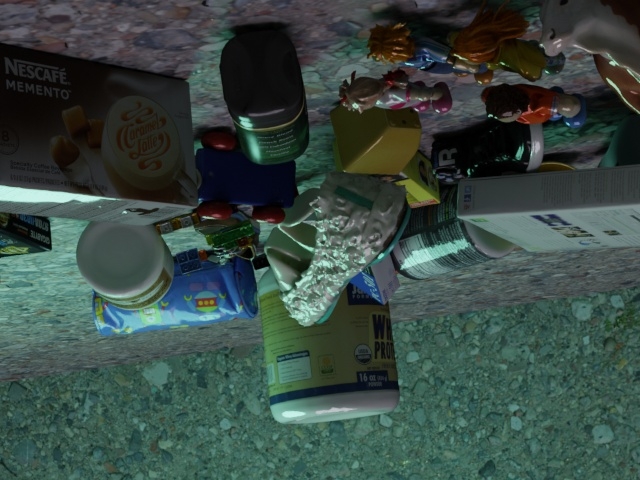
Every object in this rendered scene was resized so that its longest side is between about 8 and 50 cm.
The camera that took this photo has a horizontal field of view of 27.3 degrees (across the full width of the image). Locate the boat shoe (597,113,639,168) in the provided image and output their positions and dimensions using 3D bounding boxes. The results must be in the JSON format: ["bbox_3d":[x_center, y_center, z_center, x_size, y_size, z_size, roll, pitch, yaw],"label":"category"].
[{"bbox_3d":[0.462,-0.103,1.799,0.104,0.113,0.306,-14,163,-4],"label":"boat shoe"}]

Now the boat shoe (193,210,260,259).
[{"bbox_3d":[-0.141,-0.007,2.057,0.066,0.066,0.183,-12,168,25],"label":"boat shoe"}]

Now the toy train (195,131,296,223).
[{"bbox_3d":[-0.163,-0.079,1.626,0.248,0.105,0.143,4,178,-43],"label":"toy train"}]

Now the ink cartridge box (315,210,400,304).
[{"bbox_3d":[0.059,0.015,2.037,0.097,0.046,0.207,33,162,28],"label":"ink cartridge box"}]

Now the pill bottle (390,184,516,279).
[{"bbox_3d":[0.184,-0.012,2.059,0.130,0.131,0.245,2,167,-39],"label":"pill bottle"}]

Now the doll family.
[{"bbox_3d":[0.131,-0.178,1.294,0.263,0.118,0.163,8,-173,38],"label":"doll family"}]

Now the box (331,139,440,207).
[{"bbox_3d":[0.093,-0.091,1.781,0.087,0.058,0.232,-10,169,16],"label":"box"}]

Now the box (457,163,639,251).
[{"bbox_3d":[0.370,-0.040,1.700,0.322,0.059,0.232,-2,167,33],"label":"box"}]

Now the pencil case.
[{"bbox_3d":[-0.261,0.094,2.372,0.306,0.119,0.133,-8,128,10],"label":"pencil case"}]

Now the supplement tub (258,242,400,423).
[{"bbox_3d":[0.011,0.151,2.302,0.228,0.316,0.228,-6,169,-1],"label":"supplement tub"}]

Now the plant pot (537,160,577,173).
[{"bbox_3d":[0.335,-0.060,1.962,0.134,0.134,0.095,-7,-167,4],"label":"plant pot"}]

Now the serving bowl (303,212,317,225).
[{"bbox_3d":[-0.026,-0.034,2.087,0.083,0.027,0.083,-6,170,-1],"label":"serving bowl"}]

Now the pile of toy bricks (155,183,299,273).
[{"bbox_3d":[-0.124,-0.014,1.939,0.212,0.118,0.105,-17,-174,2],"label":"pile of toy bricks"}]

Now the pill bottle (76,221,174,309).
[{"bbox_3d":[-0.294,0.039,2.035,0.131,0.131,0.229,-6,169,-1],"label":"pill bottle"}]

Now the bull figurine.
[{"bbox_3d":[0.327,-0.166,1.276,0.101,0.188,0.310,-37,160,32],"label":"bull figurine"}]

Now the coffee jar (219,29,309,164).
[{"bbox_3d":[-0.054,-0.143,1.329,0.079,0.096,0.184,-10,170,0],"label":"coffee jar"}]

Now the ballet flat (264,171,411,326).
[{"bbox_3d":[0.000,0.000,1.758,0.146,0.147,0.409,-3,161,-18],"label":"ballet flat"}]

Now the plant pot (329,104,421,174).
[{"bbox_3d":[0.072,-0.132,1.522,0.081,0.082,0.083,1,155,-33],"label":"plant pot"}]

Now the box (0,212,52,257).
[{"bbox_3d":[-0.499,-0.013,1.854,0.175,0.051,0.220,-8,170,8],"label":"box"}]

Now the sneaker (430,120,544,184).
[{"bbox_3d":[0.206,-0.110,1.697,0.121,0.079,0.217,-6,170,-7],"label":"sneaker"}]

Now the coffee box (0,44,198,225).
[{"bbox_3d":[-0.249,-0.100,1.323,0.098,0.141,0.246,-16,165,42],"label":"coffee box"}]
